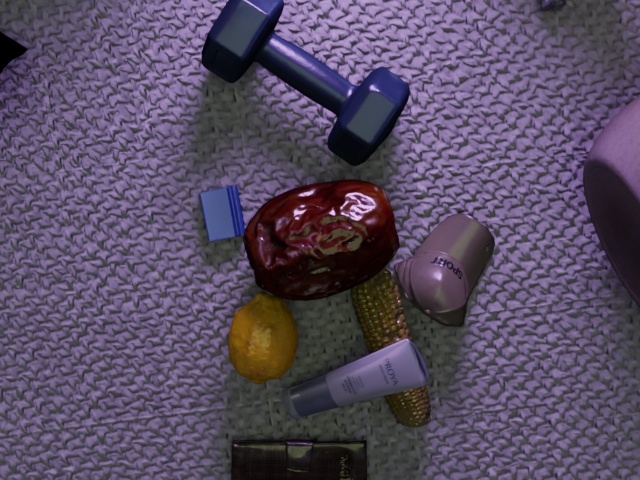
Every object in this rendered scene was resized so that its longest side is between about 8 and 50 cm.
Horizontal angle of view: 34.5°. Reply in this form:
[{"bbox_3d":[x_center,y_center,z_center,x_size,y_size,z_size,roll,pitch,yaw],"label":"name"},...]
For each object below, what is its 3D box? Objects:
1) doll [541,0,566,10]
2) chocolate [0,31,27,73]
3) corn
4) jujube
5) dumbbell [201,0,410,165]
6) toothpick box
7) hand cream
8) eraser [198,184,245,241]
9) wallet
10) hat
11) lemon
[{"bbox_3d":[0.371,-0.458,1.643,0.094,0.079,0.180,-8,107,-30],"label":"doll"},{"bbox_3d":[-0.671,-0.188,1.534,0.384,0.383,0.331,15,107,-2],"label":"chocolate"},{"bbox_3d":[0.117,0.172,1.694,0.086,0.086,0.288,-18,97,1],"label":"corn"},{"bbox_3d":[0.000,0.000,1.631,0.243,0.183,0.183,-16,96,2],"label":"jujube"},{"bbox_3d":[-0.023,-0.261,1.621,0.325,0.144,0.160,33,96,-3],"label":"dumbbell"},{"bbox_3d":[0.644,-0.082,1.513,0.425,0.409,0.409,-24,95,-3],"label":"toothpick box"},{"bbox_3d":[0.054,0.230,1.668,0.255,0.048,0.079,-22,97,27],"label":"hand cream"},{"bbox_3d":[-0.161,-0.045,1.698,0.063,0.027,0.084,-11,95,-1],"label":"eraser"},{"bbox_3d":[-0.035,0.393,1.734,0.230,0.042,0.124,1,99,0],"label":"wallet"},{"bbox_3d":[0.211,0.041,1.681,0.147,0.085,0.175,32,96,-3],"label":"hat"},{"bbox_3d":[-0.093,0.158,1.676,0.114,0.114,0.155,4,91,-1],"label":"lemon"}]
